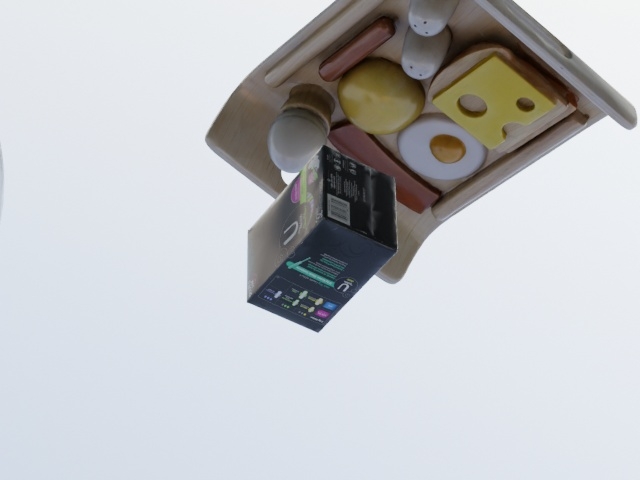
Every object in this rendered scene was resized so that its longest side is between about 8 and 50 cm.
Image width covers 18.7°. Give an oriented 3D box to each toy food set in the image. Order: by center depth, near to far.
[{"bbox_3d":[0.076,-0.093,1.556,0.220,0.306,0.092,37,-132,-18],"label":"toy food set"}]

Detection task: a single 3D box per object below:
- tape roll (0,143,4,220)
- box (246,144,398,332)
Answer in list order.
[{"bbox_3d":[-0.281,0.071,0.769,0.072,0.392,0.392,34,-155,15],"label":"tape roll"},{"bbox_3d":[0.000,0.000,1.107,0.052,0.083,0.062,24,-139,-22],"label":"box"}]
